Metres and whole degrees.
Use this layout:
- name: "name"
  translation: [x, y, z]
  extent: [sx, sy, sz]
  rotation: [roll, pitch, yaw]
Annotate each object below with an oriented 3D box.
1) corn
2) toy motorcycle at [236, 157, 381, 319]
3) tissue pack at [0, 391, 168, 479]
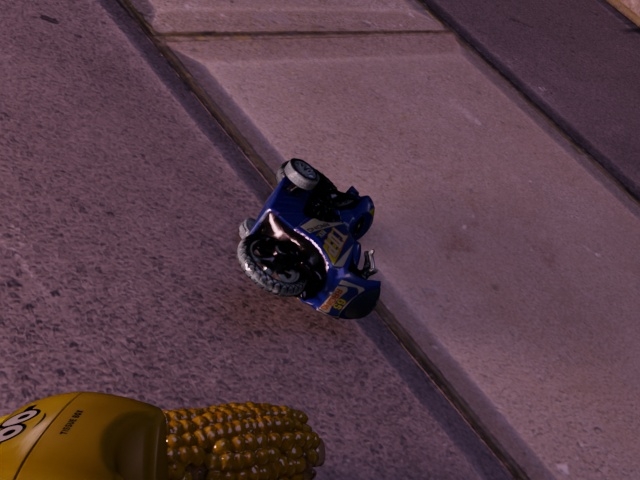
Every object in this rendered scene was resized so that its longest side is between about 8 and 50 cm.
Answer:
- name: "corn"
  translation: [-0.137, 0.186, 0.857]
  extent: [0.319, 0.097, 0.097]
  rotation: [2, 42, -27]
- name: "toy motorcycle"
  translation: [0.000, 0.000, 1.166]
  extent: [0.168, 0.113, 0.315]
  rotation: [35, 27, -7]
- name: "tissue pack"
  translation: [-0.180, 0.179, 0.690]
  extent: [0.127, 0.123, 0.178]
  rotation: [2, 14, 5]
